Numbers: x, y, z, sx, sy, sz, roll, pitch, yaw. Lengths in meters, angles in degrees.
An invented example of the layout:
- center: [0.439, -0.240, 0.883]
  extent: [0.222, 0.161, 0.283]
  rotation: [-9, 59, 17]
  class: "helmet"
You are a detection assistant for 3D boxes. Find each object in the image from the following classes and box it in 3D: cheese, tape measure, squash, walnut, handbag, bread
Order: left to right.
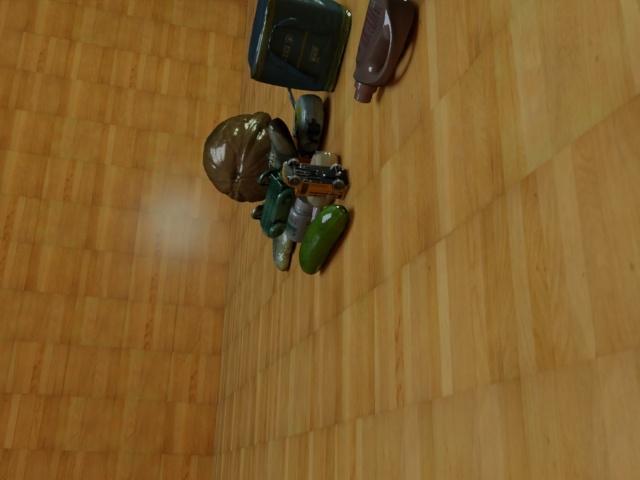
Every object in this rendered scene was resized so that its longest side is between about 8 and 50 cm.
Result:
- center: [-0.225, -0.275, 2.162]
  extent: [0.333, 0.333, 0.333]
  rotation: [-173, 90, -75]
  class: "walnut"
- center: [-0.118, -0.053, 2.167]
  extent: [0.207, 0.056, 0.286]
  rotation: [114, 156, -52]
  class: "bread"
- center: [-0.066, -0.553, 1.837]
  extent: [0.222, 0.241, 0.263]
  rotation: [-110, 30, -59]
  class: "handbag"
- center: [-0.044, -0.412, 1.967]
  extent: [0.164, 0.084, 0.330]
  rotation: [119, 150, -50]
  class: "tape measure"
- center: [-0.003, -0.123, 1.745]
  extent: [0.137, 0.064, 0.227]
  rotation: [-136, 55, -76]
  class: "cheese"
- center: [-0.002, -0.002, 1.648]
  extent: [0.292, 0.082, 0.082]
  rotation: [119, 153, -55]
  class: "squash"

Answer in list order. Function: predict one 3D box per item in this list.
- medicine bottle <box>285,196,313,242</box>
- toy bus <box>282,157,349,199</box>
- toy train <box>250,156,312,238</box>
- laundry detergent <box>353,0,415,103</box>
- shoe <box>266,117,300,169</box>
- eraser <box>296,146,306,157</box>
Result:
- center: [-0.049, -0.065, 1.854]
  extent: [0.080, 0.080, 0.130]
  rotation: [-104, 24, -53]
  class: "medicine bottle"
- center: [-0.015, -0.145, 1.613]
  extent: [0.074, 0.162, 0.069]
  rotation: [109, 161, -47]
  class: "toy bus"
- center: [-0.097, -0.124, 1.925]
  extent: [0.116, 0.177, 0.285]
  rotation: [48, 146, 22]
  class: "toy train"
- center: [0.124, -0.387, 1.372]
  extent: [0.171, 0.076, 0.237]
  rotation: [-106, 27, -56]
  class: "laundry detergent"
- center: [-0.111, -0.243, 1.925]
  extent: [0.275, 0.098, 0.103]
  rotation: [68, 179, -51]
  class: "shoe"
- center: [-0.046, -0.297, 2.063]
  extent: [0.150, 0.023, 0.104]
  rotation: [125, 149, -61]
  class: "eraser"
